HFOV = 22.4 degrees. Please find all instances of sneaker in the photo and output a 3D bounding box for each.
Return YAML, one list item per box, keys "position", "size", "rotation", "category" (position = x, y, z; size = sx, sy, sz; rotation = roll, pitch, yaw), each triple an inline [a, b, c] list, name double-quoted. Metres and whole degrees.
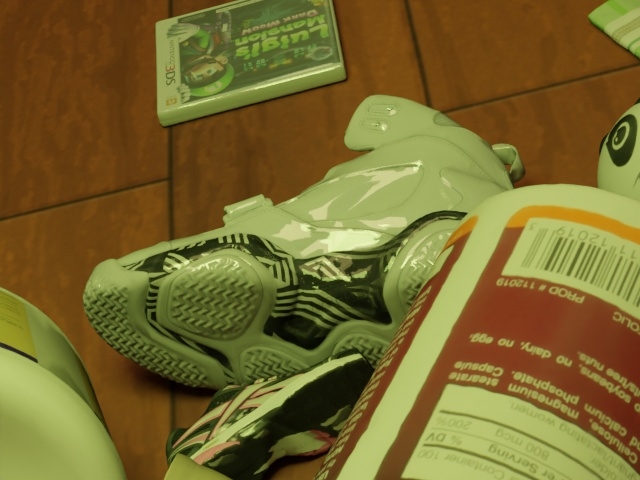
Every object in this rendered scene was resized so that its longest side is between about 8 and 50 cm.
- position: [-0.042, 0.127, 1.218]
  size: [0.178, 0.072, 0.077]
  rotation: [-27, 38, -13]
  category: "sneaker"
- position: [0.000, 0.000, 1.304]
  size: [0.366, 0.137, 0.210]
  rotation: [-5, 40, 8]
  category: "sneaker"

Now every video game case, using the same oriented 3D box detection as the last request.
- position: [-0.074, -0.194, 1.642]
  size: [0.190, 0.022, 0.173]
  rotation: [-14, 40, 5]
  category: "video game case"

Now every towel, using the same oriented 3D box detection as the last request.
- position: [0.333, -0.203, 1.497]
  size: [0.113, 0.023, 0.152]
  rotation: [-28, 40, -13]
  category: "towel"

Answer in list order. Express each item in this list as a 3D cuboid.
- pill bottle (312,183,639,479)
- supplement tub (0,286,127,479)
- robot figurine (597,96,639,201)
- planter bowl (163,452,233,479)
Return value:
- position: [0.110, 0.169, 0.990]
  size: [0.224, 0.224, 0.392]
  rotation: [8, 46, 28]
  category: "pill bottle"
- position: [-0.257, 0.153, 1.065]
  size: [0.241, 0.241, 0.331]
  rotation: [-25, 13, -8]
  category: "supplement tub"
- position: [0.335, -0.080, 1.231]
  size: [0.278, 0.209, 0.173]
  rotation: [-38, 79, -23]
  category: "robot figurine"
- position: [-0.070, 0.233, 1.055]
  size: [0.109, 0.162, 0.162]
  rotation: [19, 46, 1]
  category: "planter bowl"
